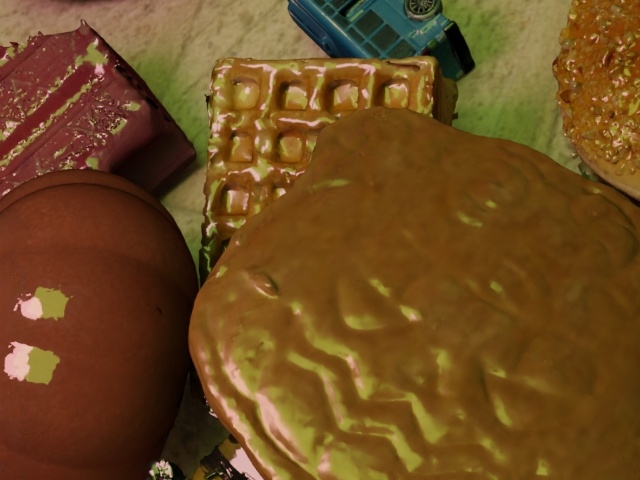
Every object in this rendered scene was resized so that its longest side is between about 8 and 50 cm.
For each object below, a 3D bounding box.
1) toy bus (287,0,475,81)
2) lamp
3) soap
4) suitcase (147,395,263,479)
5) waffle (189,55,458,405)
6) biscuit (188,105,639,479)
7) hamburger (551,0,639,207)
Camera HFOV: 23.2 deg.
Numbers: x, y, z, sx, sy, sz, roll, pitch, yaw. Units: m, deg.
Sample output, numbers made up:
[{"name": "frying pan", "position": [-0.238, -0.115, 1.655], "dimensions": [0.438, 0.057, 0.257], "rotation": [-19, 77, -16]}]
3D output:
[{"name": "toy bus", "position": [0.047, -0.209, 1.455], "dimensions": [0.106, 0.090, 0.184], "rotation": [-43, 62, 0]}, {"name": "lamp", "position": [-0.230, 0.086, 1.284], "dimensions": [0.239, 0.305, 0.305], "rotation": [14, 67, -17]}, {"name": "soap", "position": [-0.301, -0.060, 1.479], "dimensions": [0.325, 0.127, 0.220], "rotation": [-40, 60, -2]}, {"name": "suitcase", "position": [0.008, 0.223, 1.208], "dimensions": [0.235, 0.194, 0.143], "rotation": [39, 90, 25]}, {"name": "waffle", "position": [0.000, 0.000, 1.335], "dimensions": [0.213, 0.091, 0.308], "rotation": [2, 81, 20]}, {"name": "biscuit", "position": [0.108, 0.076, 1.146], "dimensions": [0.385, 0.062, 0.365], "rotation": [29, 61, 11]}, {"name": "hamburger", "position": [0.337, -0.135, 1.278], "dimensions": [0.302, 0.170, 0.302], "rotation": [-7, 65, 15]}]
